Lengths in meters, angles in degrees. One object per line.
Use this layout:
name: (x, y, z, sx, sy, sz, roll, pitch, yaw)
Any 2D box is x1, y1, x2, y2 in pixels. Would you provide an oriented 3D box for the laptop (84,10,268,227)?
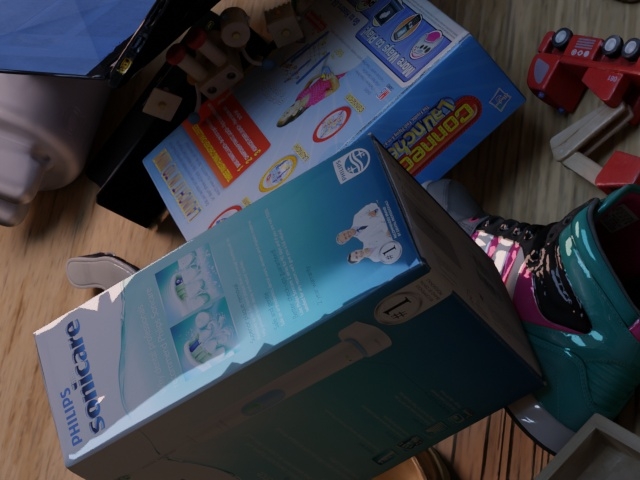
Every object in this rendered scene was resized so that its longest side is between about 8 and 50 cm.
laptop: (-0.172, -0.147, 1.995, 0.234, 0.136, 0.264, -53, 37, 1)

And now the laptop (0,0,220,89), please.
laptop: (-0.190, -0.313, 1.820, 0.408, 0.236, 0.382, -53, 1, 29)

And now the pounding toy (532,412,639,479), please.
pounding toy: (0.216, 0.221, 1.333, 0.130, 0.100, 0.141, -45, 38, -12)

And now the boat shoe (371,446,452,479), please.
boat shoe: (0.036, 0.170, 1.570, 0.068, 0.072, 0.190, -55, 37, -1)

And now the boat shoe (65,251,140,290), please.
boat shoe: (-0.216, 0.034, 1.981, 0.125, 0.038, 0.046, 2, 106, 49)

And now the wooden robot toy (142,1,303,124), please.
wooden robot toy: (-0.100, -0.185, 1.806, 0.173, 0.076, 0.079, -35, 34, 18)

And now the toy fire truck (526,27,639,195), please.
toy fire truck: (0.234, -0.103, 1.591, 0.192, 0.047, 0.135, 18, 77, 53)

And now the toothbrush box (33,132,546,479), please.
toothbrush box: (-0.021, 0.087, 1.378, 0.295, 0.216, 0.126, -32, 52, 14)

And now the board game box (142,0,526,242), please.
board game box: (0.000, -0.098, 1.732, 0.302, 0.086, 0.308, -42, 26, 4)

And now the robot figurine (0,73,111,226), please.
robot figurine: (-0.335, -0.196, 2.158, 0.300, 0.200, 0.353, 140, 149, -62)

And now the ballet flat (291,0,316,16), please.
ballet flat: (0.005, -0.268, 1.948, 0.077, 0.091, 0.241, -13, 53, 10)

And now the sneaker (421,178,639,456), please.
sneaker: (0.183, 0.010, 1.489, 0.178, 0.124, 0.295, -46, 45, 19)
